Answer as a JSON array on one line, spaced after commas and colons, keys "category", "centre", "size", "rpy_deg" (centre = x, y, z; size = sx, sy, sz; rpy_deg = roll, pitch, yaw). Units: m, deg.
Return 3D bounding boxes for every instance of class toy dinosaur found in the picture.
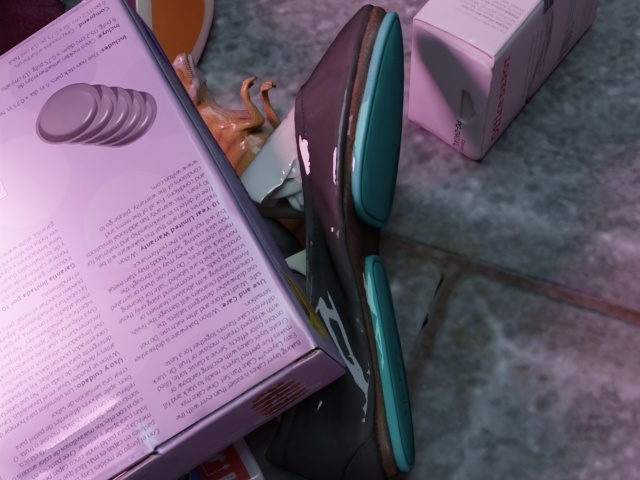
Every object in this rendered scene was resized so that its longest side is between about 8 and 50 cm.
[{"category": "toy dinosaur", "centre": [-0.019, -0.036, 0.763], "size": [0.112, 0.064, 0.211], "rpy_deg": [-35, 75, -4]}]

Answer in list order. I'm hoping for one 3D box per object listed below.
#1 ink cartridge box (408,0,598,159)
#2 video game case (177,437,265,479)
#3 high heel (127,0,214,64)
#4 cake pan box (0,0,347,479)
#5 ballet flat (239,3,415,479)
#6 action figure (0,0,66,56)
[{"category": "ink cartridge box", "centre": [0.123, -0.144, 0.777], "size": [0.063, 0.109, 0.150], "rpy_deg": [32, 66, 19]}, {"category": "video game case", "centre": [-0.202, 0.123, 0.685], "size": [0.285, 0.025, 0.204], "rpy_deg": [-26, 61, -12]}, {"category": "high heel", "centre": [-0.146, -0.200, 0.864], "size": [0.117, 0.082, 0.244], "rpy_deg": [-15, 69, 31]}, {"category": "cake pan box", "centre": [-0.158, 0.033, 0.633], "size": [0.267, 0.070, 0.245], "rpy_deg": [-34, 66, 2]}, {"category": "ballet flat", "centre": [0.000, 0.000, 0.676], "size": [0.096, 0.095, 0.280], "rpy_deg": [-3, 76, 14]}, {"category": "action figure", "centre": [-0.343, -0.144, 0.727], "size": [0.370, 0.248, 0.275], "rpy_deg": [-23, 59, -14]}]
